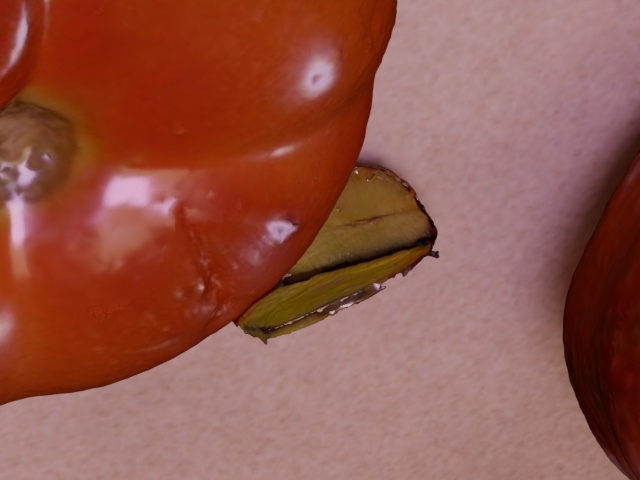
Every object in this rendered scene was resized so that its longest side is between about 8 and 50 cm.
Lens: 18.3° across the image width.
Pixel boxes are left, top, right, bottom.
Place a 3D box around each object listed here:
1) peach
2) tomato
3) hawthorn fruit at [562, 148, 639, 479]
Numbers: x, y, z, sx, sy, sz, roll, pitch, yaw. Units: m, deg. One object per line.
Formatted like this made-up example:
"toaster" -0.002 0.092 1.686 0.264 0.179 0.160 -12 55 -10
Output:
"peach" 0.000 0.000 0.783 0.083 0.050 0.077 -27 159 11
"tomato" -0.106 -0.064 0.585 0.259 0.180 0.260 -14 136 -14
"hawthorn fruit" 0.234 0.012 0.798 0.242 0.242 0.272 32 83 -41
